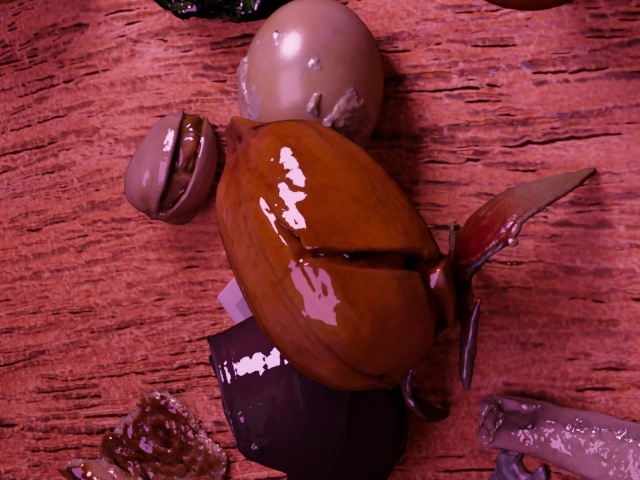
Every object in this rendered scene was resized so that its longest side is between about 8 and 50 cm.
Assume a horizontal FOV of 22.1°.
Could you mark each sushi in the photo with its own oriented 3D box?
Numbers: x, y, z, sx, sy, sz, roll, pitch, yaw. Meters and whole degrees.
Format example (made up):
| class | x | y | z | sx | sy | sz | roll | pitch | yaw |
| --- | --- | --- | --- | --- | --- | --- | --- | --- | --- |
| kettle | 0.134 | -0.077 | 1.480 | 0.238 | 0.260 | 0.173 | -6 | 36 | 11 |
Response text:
| class | x | y | z | sx | sy | sz | roll | pitch | yaw |
| --- | --- | --- | --- | --- | --- | --- | --- | --- | --- |
| sushi | -0.109 | -0.315 | 1.867 | 0.225 | 0.127 | 0.124 | 12 | 108 | 37 |

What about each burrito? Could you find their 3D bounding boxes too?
| class | x | y | z | sx | sy | sz | roll | pitch | yaw |
| --- | --- | --- | --- | --- | --- | --- | --- | --- | --- |
| burrito | 0.270 | 0.216 | 1.754 | 0.226 | 0.060 | 0.087 | 13 | 109 | 34 |

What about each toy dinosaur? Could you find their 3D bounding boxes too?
| class | x | y | z | sx | sy | sz | roll | pitch | yaw |
| --- | --- | --- | --- | --- | --- | --- | --- | --- | --- |
| toy dinosaur | 0.176 | 0.056 | 1.759 | 0.327 | 0.113 | 0.206 | -71 | 20 | 4 |

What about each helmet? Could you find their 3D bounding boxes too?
| class | x | y | z | sx | sy | sz | roll | pitch | yaw |
| --- | --- | --- | --- | --- | --- | --- | --- | --- | --- |
| helmet | 0.009 | 0.184 | 1.855 | 0.177 | 0.305 | 0.225 | -33 | 43 | 8 |

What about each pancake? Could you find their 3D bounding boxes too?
| class | x | y | z | sx | sy | sz | roll | pitch | yaw |
| --- | --- | --- | --- | --- | --- | --- | --- | --- | --- |
| pancake | -0.220 | 0.325 | 2.161 | 0.257 | 0.056 | 0.212 | -40 | 77 | 37 |

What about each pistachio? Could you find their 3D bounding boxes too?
| class | x | y | z | sx | sy | sz | roll | pitch | yaw |
| --- | --- | --- | --- | --- | --- | --- | --- | --- | --- |
| pistachio | -0.178 | -0.088 | 2.001 | 0.113 | 0.113 | 0.149 | 34 | 105 | 26 |

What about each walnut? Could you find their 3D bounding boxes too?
| class | x | y | z | sx | sy | sz | roll | pitch | yaw |
| --- | --- | --- | --- | --- | --- | --- | --- | --- | --- |
| walnut | 0.000 | 0.000 | 1.690 | 0.336 | 0.209 | 0.209 | 53 | 127 | 15 |

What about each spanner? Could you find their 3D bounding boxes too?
| class | x | y | z | sx | sy | sz | roll | pitch | yaw |
| --- | --- | --- | --- | --- | --- | --- | --- | --- | --- |
| spanner | 0.159 | 0.333 | 1.899 | 0.071 | 0.017 | 0.302 | 53 | 126 | 15 |

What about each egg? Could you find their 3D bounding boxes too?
| class | x | y | z | sx | sy | sz | roll | pitch | yaw |
| --- | --- | --- | --- | --- | --- | --- | --- | --- | --- |
| egg | -0.007 | -0.168 | 1.804 | 0.164 | 0.164 | 0.201 | 13 | 108 | 35 |

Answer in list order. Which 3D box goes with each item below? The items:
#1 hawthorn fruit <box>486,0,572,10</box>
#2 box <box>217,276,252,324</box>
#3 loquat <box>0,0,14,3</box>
| class | x | y | z | sx | sy | sz | roll | pitch | yaw |
| --- | --- | --- | --- | --- | --- | --- | --- | --- | --- |
| hawthorn fruit | 0.208 | -0.371 | 1.523 | 0.311 | 0.295 | 0.295 | -39 | 78 | 36 |
| box | -0.021 | 0.039 | 1.939 | 0.123 | 0.050 | 0.229 | 52 | 127 | 15 |
| loquat | -0.424 | -0.408 | 1.999 | 0.263 | 0.263 | 0.263 | 11 | 108 | 35 |
